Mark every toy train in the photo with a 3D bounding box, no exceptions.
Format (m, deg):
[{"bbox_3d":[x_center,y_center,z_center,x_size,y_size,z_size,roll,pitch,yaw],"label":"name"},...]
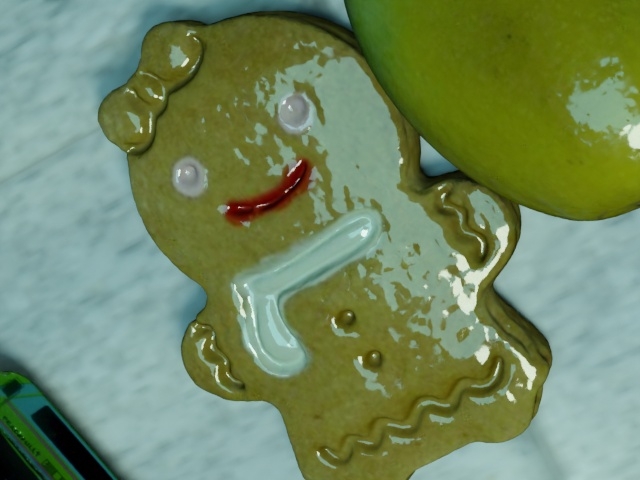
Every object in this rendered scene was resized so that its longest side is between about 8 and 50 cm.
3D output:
[{"bbox_3d":[-0.126,0.129,0.882,0.209,0.042,0.044,49,135,3],"label":"toy train"}]

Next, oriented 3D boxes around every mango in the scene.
[{"bbox_3d":[0.084,-0.092,0.726,0.130,0.092,0.195,-40,85,25],"label":"mango"}]

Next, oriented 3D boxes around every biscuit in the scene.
[{"bbox_3d":[-0.001,0.000,0.810,0.184,0.035,0.249,-27,93,23],"label":"biscuit"}]
